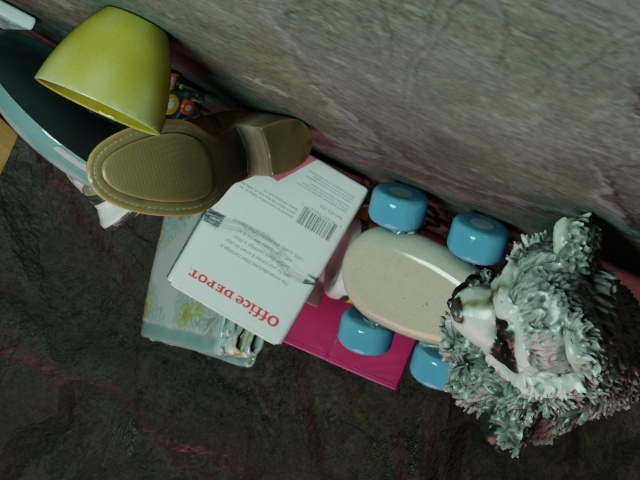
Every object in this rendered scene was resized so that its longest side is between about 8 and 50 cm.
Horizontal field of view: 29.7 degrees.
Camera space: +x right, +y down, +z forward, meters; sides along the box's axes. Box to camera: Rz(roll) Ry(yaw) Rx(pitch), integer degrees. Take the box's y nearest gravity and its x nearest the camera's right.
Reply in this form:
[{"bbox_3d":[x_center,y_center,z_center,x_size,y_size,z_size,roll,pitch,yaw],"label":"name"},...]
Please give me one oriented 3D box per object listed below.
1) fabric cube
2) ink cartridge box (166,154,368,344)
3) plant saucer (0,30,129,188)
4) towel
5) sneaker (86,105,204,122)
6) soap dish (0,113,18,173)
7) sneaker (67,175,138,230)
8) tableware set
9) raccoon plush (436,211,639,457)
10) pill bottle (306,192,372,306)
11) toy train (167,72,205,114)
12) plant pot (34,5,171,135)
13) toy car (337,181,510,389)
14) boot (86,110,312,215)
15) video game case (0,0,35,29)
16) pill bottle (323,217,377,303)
[{"bbox_3d":[0.047,0.074,2.018,0.259,0.258,0.254,24,176,-5],"label":"fabric cube"},{"bbox_3d":[-0.073,-0.007,1.591,0.172,0.237,0.100,31,176,-9],"label":"ink cartridge box"},{"bbox_3d":[-0.312,-0.151,1.562,0.317,0.044,0.318,38,-163,-14],"label":"plant saucer"},{"bbox_3d":[-0.168,0.027,1.958,0.090,0.321,0.374,17,174,-31],"label":"towel"},{"bbox_3d":[-0.236,-0.185,1.607,0.211,0.080,0.081,28,-164,-45],"label":"sneaker"},{"bbox_3d":[-0.559,-0.229,1.702,0.291,0.118,0.229,51,180,38],"label":"soap dish"},{"bbox_3d":[-0.349,-0.194,1.877,0.257,0.169,0.447,54,-178,-17],"label":"sneaker"},{"bbox_3d":[0.119,-0.032,1.696,0.128,0.039,0.194,23,177,13],"label":"tableware set"},{"bbox_3d":[0.329,0.070,1.298,0.446,0.216,0.299,-14,164,-24],"label":"raccoon plush"},{"bbox_3d":[0.000,0.000,1.782,0.103,0.184,0.103,24,177,1],"label":"pill bottle"},{"bbox_3d":[-0.220,-0.199,1.447,0.166,0.046,0.125,14,-157,1],"label":"toy train"},{"bbox_3d":[-0.202,-0.175,1.195,0.134,0.095,0.134,23,177,1],"label":"plant pot"},{"bbox_3d":[0.162,0.035,1.575,0.210,0.219,0.238,23,-155,21],"label":"toy car"},{"bbox_3d":[-0.177,-0.100,1.393,0.283,0.109,0.220,-21,-163,-34],"label":"boot"},{"bbox_3d":[-0.443,-0.304,1.500,0.157,0.019,0.143,25,177,-29],"label":"video game case"},{"bbox_3d":[0.119,0.049,1.696,0.208,0.119,0.119,17,178,-12],"label":"pill bottle"}]
